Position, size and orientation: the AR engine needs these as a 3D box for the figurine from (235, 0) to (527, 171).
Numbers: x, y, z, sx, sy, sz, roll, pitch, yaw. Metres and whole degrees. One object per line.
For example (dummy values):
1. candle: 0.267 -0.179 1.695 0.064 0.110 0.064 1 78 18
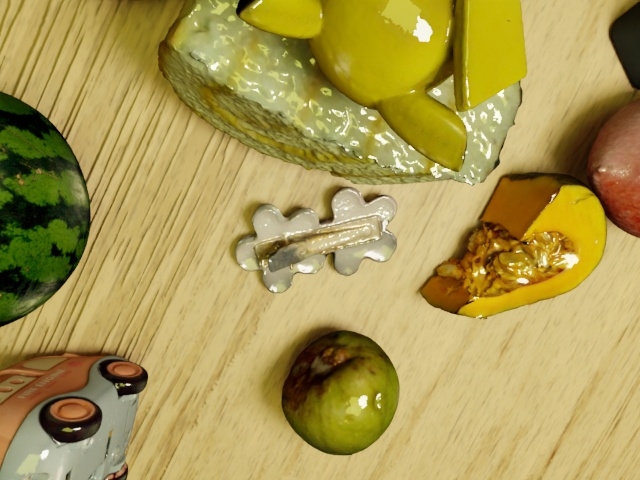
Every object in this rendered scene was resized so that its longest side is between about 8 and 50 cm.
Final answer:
1. figurine: 0.106 -0.222 0.467 0.218 0.169 0.327 42 83 -9

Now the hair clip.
1. hair clip: -0.002 -0.002 0.796 0.256 0.075 0.146 -16 107 -15

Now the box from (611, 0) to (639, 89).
1. box: 0.581 -0.342 0.828 0.201 0.090 0.144 -38 107 -2

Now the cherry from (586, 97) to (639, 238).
1. cherry: 0.527 -0.112 0.792 0.206 0.239 0.240 5 99 33

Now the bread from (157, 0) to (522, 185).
1. bread: 0.021 -0.210 0.665 0.395 0.264 0.239 25 84 -16

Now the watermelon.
1. watermelon: -0.411 -0.037 0.591 0.285 0.285 0.285 -2 103 -11

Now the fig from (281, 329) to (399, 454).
1. fig: 0.032 0.241 0.798 0.180 0.181 0.191 -13 127 -9

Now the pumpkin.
1. pumpkin: 0.299 -0.004 0.819 0.280 0.139 0.190 -13 108 -12

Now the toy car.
1. toy car: -0.371 0.253 0.688 0.212 0.270 0.181 15 100 5
